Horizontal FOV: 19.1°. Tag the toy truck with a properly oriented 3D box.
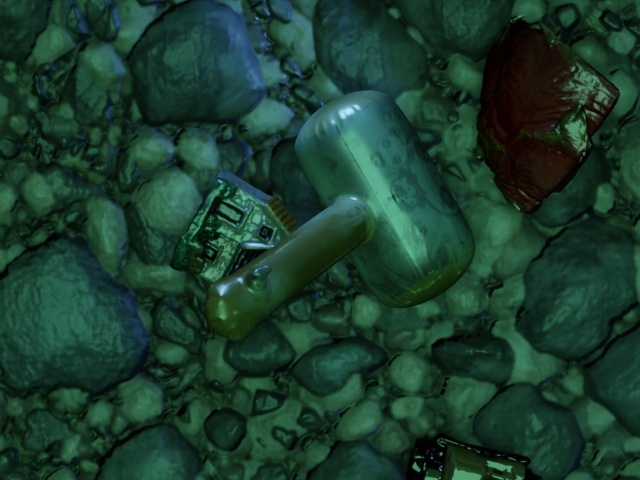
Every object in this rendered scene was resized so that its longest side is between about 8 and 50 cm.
[{"bbox_3d":[0.118,0.316,1.747,0.127,0.127,0.257,16,97,-2],"label":"toy truck"}]

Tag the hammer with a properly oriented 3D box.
[{"bbox_3d":[0.000,0.000,1.663,0.113,0.305,0.202,-31,91,45],"label":"hammer"}]

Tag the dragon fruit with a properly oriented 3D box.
[{"bbox_3d":[0.188,-0.111,1.725,0.127,0.120,0.161,31,97,4],"label":"dragon fruit"}]

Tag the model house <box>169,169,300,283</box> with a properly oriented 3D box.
[{"bbox_3d":[-0.072,0.003,1.745,0.100,0.088,0.100,30,96,0],"label":"model house"}]
